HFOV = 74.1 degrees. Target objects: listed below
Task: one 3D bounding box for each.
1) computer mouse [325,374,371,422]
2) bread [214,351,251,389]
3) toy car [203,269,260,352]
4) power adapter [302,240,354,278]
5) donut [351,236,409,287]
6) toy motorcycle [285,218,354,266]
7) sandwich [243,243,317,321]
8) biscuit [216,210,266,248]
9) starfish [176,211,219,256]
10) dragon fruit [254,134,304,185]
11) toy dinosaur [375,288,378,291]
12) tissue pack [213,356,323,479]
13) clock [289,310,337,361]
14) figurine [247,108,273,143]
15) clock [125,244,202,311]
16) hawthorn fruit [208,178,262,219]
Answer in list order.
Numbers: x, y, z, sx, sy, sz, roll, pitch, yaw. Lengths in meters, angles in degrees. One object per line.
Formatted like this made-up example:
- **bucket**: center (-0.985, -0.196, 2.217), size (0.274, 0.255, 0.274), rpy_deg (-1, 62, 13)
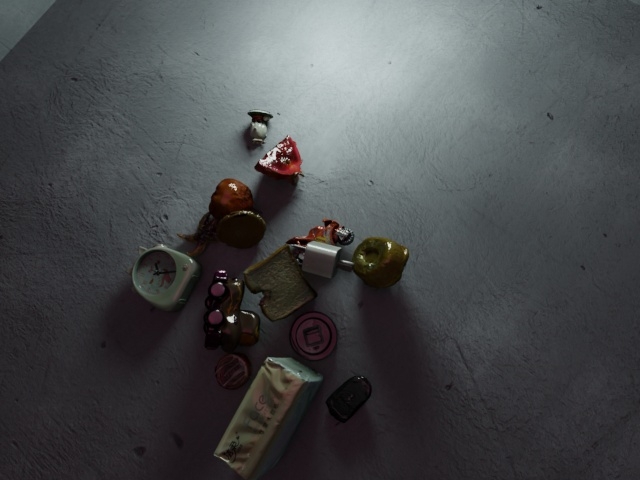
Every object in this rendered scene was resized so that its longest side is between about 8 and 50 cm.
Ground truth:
- **computer mouse**: center (0.122, 0.649, 1.754), size (0.217, 0.073, 0.122), rpy_deg (-44, 73, 3)
- **bread**: center (-0.378, 0.563, 1.839), size (0.160, 0.073, 0.161), rpy_deg (-2, 77, 8)
- **toy car**: center (-0.378, 0.309, 1.822), size (0.240, 0.271, 0.341), rpy_deg (7, 69, -15)
- **power adapter**: center (0.042, 0.088, 1.773), size (0.204, 0.130, 0.125), rpy_deg (15, 100, 14)
- **donut**: center (0.242, 0.090, 1.775), size (0.128, 0.261, 0.209), rpy_deg (32, 72, -29)
- **toy motorcycle**: center (0.001, 0.001, 1.907), size (0.297, 0.089, 0.171), rpy_deg (-26, 74, 2)
- **sandwich**: center (-0.177, 0.194, 1.825), size (0.248, 0.095, 0.273), rpy_deg (-31, 100, -7)
- **biscuit**: center (-0.357, -0.049, 1.918), size (0.225, 0.226, 0.042), rpy_deg (-20, 44, 3)
- **starfish**: center (-0.560, -0.028, 2.004), size (0.215, 0.071, 0.238), rpy_deg (14, 70, 16)
- **dragon fruit**: center (-0.180, -0.339, 1.985), size (0.211, 0.134, 0.262), rpy_deg (42, 49, 0)
- **toy dinosaur**: center (0.304, 0.149, 1.825), size (0.187, 0.106, 0.044), rpy_deg (-39, 78, -3)
- **tissue pack**: center (-0.186, 0.673, 1.658), size (0.205, 0.332, 0.405), rpy_deg (27, 82, 17)
- **clock**: center (-0.030, 0.416, 1.842), size (0.214, 0.042, 0.215), rpy_deg (-2, 77, 7)
- **figurine**: center (-0.297, -0.545, 2.063), size (0.132, 0.132, 0.154), rpy_deg (6, 91, 9)
- **clock**: center (-0.737, 0.155, 1.961), size (0.324, 0.108, 0.265), rpy_deg (27, 83, 13)
- **hawthorn fruit**: center (-0.381, -0.172, 1.954), size (0.243, 0.207, 0.208), rpy_deg (20, 80, -16)
